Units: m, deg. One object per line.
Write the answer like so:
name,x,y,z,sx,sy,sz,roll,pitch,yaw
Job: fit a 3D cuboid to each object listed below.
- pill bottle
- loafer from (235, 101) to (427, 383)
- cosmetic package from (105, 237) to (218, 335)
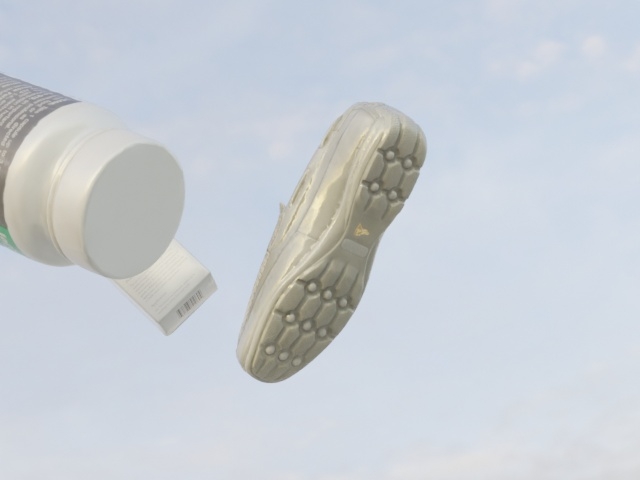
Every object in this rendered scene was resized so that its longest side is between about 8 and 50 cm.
pill bottle,-0.353,-0.087,1.620,0.204,0.361,0.204,-30,-50,-44
loafer,0.000,0.000,1.397,0.112,0.111,0.319,31,-90,-39
cosmetic package,-0.282,0.027,2.045,0.117,0.231,0.085,-43,-18,-12
